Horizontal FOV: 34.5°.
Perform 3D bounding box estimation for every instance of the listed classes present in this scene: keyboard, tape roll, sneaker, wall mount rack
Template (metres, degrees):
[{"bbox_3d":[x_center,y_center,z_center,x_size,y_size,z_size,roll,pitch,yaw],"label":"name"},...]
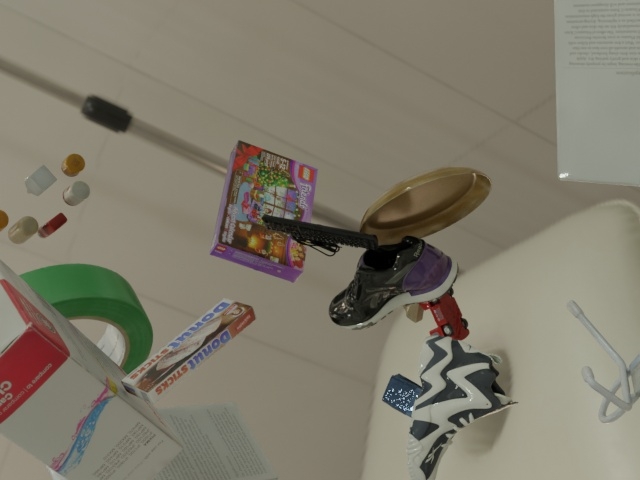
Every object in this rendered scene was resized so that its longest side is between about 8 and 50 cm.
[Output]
[{"bbox_3d":[0.000,0.000,1.680,0.100,0.192,0.038,57,-134,-75],"label":"keyboard"},{"bbox_3d":[-0.428,0.175,1.630,0.321,0.321,0.077,-54,51,26],"label":"tape roll"},{"bbox_3d":[0.218,0.268,1.558,0.094,0.153,0.235,24,-106,-75],"label":"sneaker"},{"bbox_3d":[0.525,0.118,1.685,0.350,0.130,0.304,-54,3,21],"label":"wall mount rack"},{"bbox_3d":[0.096,0.061,1.785,0.283,0.124,0.107,-28,37,41],"label":"sneaker"}]

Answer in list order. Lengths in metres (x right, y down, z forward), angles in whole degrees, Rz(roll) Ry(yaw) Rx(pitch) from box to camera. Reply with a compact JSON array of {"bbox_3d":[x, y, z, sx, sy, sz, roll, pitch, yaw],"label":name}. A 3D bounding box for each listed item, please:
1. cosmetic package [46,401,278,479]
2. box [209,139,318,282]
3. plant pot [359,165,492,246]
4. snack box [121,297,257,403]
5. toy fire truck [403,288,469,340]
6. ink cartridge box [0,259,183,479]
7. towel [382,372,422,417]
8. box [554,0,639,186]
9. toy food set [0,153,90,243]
[{"bbox_3d":[-0.335,0.499,2.237,0.161,0.453,0.230,-51,57,26],"label":"cosmetic package"},{"bbox_3d":[-0.121,-0.068,2.280,0.057,0.200,0.293,129,154,-50],"label":"box"},{"bbox_3d":[0.170,-0.061,1.706,0.236,0.236,0.032,-42,60,43],"label":"plant pot"},{"bbox_3d":[-0.163,0.136,1.294,0.178,0.022,0.064,-39,30,-30],"label":"snack box"},{"bbox_3d":[0.184,0.109,1.879,0.135,0.047,0.192,-33,78,53],"label":"toy fire truck"},{"bbox_3d":[-0.342,0.178,1.300,0.131,0.306,0.226,-43,39,-8],"label":"ink cartridge box"},{"bbox_3d":[0.185,0.318,2.044,0.067,0.119,0.029,-65,-19,8],"label":"towel"},{"bbox_3d":[0.496,-0.279,1.638,0.168,0.215,0.346,9,111,40],"label":"box"},{"bbox_3d":[-0.546,-0.066,2.001,0.232,0.111,0.104,-49,14,-32],"label":"toy food set"}]
